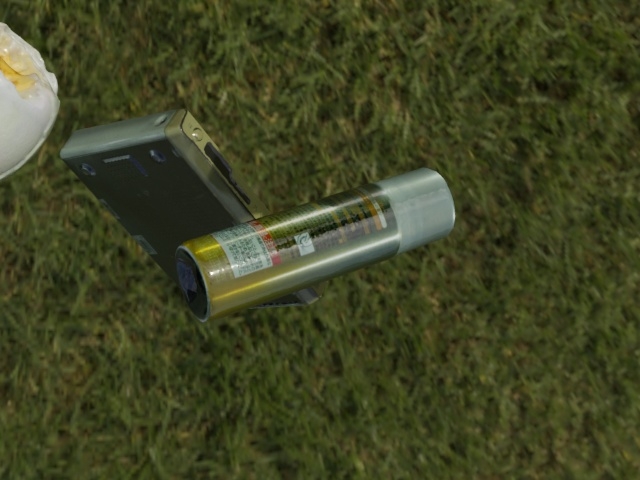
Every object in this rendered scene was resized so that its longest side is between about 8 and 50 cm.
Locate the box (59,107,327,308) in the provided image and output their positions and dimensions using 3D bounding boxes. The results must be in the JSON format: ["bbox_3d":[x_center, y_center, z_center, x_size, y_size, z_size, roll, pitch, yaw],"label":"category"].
[{"bbox_3d":[-0.140,-0.022,1.310,0.211,0.045,0.270,-5,135,40],"label":"box"}]

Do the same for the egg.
[{"bbox_3d":[-0.401,-0.134,1.301,0.217,0.183,0.183,-37,120,16],"label":"egg"}]

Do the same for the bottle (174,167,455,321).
[{"bbox_3d":[0.000,0.000,1.204,0.286,0.082,0.082,-19,124,-25],"label":"bottle"}]
